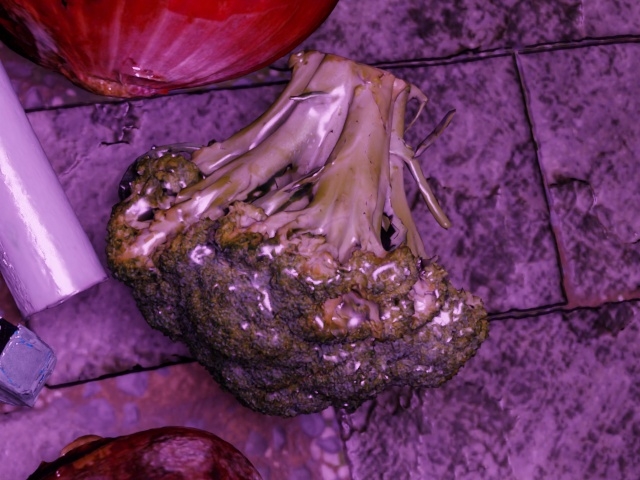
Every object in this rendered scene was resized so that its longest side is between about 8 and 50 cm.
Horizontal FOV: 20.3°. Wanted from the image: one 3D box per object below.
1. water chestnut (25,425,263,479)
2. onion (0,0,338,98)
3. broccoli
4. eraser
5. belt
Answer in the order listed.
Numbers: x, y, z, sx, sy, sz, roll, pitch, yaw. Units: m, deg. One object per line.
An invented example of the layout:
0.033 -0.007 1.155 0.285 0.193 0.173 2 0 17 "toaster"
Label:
-0.129 0.255 1.351 0.223 0.238 0.224 -13 125 -20 "water chestnut"
-0.121 -0.259 1.405 0.341 0.341 0.341 4 76 -17 "onion"
0.000 0.000 1.395 0.303 0.321 0.284 20 90 -44 "broccoli"
-0.248 -0.054 1.395 0.081 0.174 0.227 -26 92 -10 "eraser"
-0.275 0.081 1.403 0.140 0.105 0.058 31 70 -22 "belt"
